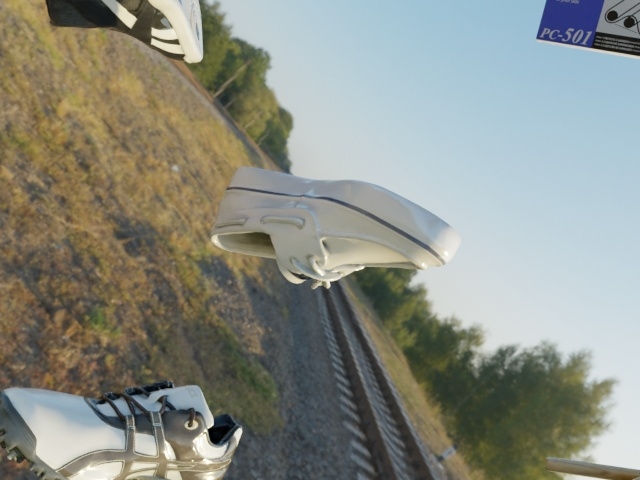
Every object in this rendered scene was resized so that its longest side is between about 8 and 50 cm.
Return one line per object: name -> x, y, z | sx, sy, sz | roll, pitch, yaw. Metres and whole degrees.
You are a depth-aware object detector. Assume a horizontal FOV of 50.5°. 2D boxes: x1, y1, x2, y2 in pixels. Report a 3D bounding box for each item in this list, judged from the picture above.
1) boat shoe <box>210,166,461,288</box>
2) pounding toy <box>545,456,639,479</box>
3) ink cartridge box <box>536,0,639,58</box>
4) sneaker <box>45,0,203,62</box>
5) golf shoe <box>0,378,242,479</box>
boat shoe -> 0.000, 0.000, 0.574 | 0.258, 0.084, 0.095 | 12, -19, 49
pounding toy -> 0.260, 0.184, 0.468 | 0.141, 0.130, 0.100 | 126, -34, -51
ink cartridge box -> 0.480, -0.366, 1.138 | 0.207, 0.097, 0.046 | 17, 16, 20
sneaker -> -0.184, -0.220, 0.629 | 0.217, 0.121, 0.079 | 70, 16, -86
golf shoe -> -0.130, 0.124, 0.458 | 0.077, 0.094, 0.198 | 33, -9, 41
